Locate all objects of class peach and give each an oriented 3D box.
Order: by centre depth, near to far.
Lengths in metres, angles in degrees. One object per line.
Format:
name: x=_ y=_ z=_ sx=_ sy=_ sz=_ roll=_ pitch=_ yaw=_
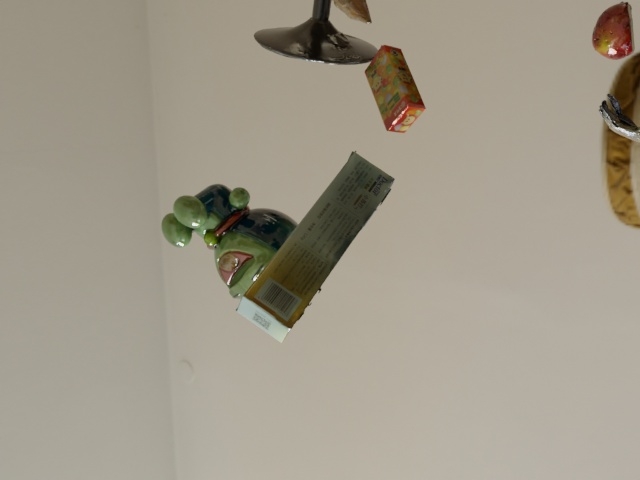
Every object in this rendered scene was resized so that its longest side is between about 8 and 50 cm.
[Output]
peach: x=0.467 y=-0.327 z=1.071 sx=0.050 sy=0.077 sz=0.083 roll=-39 pitch=-15 yaw=-49

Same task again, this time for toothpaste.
toothpaste: x=0.000 y=0.000 z=1.002 sx=0.313 sy=0.089 sz=0.071 roll=-54 pitch=-5 yaw=-30

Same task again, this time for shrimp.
shrimp: x=0.611 y=-0.256 z=1.292 sx=0.046 sy=0.152 sz=0.219 roll=-60 pitch=-29 yaw=-15

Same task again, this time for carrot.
carrot: x=0.053 y=-0.641 z=1.723 sx=0.101 sy=0.102 sz=0.263 roll=-13 pitch=-116 yaw=-49

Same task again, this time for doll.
doll: x=-0.144 y=0.006 z=1.363 sx=0.322 sy=0.198 sz=0.186 roll=44 pitch=-131 yaw=-9

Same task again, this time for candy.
candy: x=0.111 y=-0.229 z=1.029 sx=0.038 sy=0.062 sz=0.122 roll=1 pitch=-121 yaw=-31

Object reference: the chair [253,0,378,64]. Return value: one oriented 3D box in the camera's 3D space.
chair: x=0.020 y=-0.510 z=1.098 sx=0.226 sy=0.226 sz=0.401 roll=-28 pitch=-44 yaw=-46
